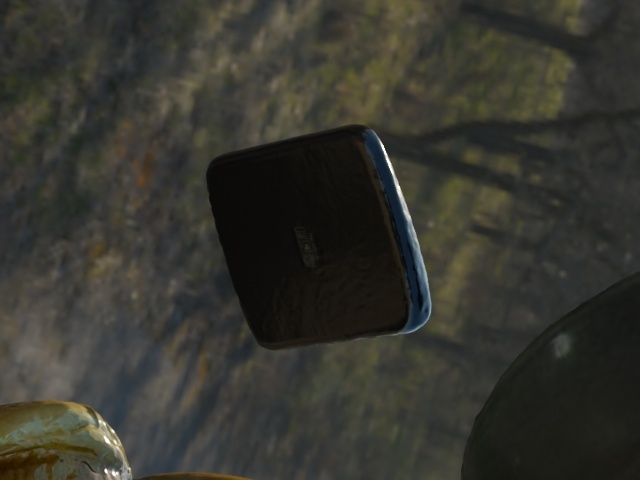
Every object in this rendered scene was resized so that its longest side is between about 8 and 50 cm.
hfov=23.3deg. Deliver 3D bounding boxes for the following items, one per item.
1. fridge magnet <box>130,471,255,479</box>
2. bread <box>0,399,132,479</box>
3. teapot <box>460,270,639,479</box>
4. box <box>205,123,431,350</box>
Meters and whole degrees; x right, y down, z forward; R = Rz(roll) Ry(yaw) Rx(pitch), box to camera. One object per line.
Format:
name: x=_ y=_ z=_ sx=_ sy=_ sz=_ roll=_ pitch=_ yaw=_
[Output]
fridge magnet: x=-0.022 y=0.131 z=0.547 sx=0.143 sy=0.143 sz=0.063 roll=94 pitch=11 yaw=-53
bread: x=-0.273 y=0.238 z=1.442 sx=0.236 sy=0.198 sz=0.120 roll=91 pitch=-13 yaw=-56
teapot: x=0.154 y=0.159 z=0.343 sx=0.344 sy=0.253 sz=0.300 roll=-97 pitch=-162 yaw=-49
box: x=0.000 y=0.000 z=0.907 sx=0.027 sy=0.125 sz=0.126 roll=-30 pitch=107 yaw=-54
